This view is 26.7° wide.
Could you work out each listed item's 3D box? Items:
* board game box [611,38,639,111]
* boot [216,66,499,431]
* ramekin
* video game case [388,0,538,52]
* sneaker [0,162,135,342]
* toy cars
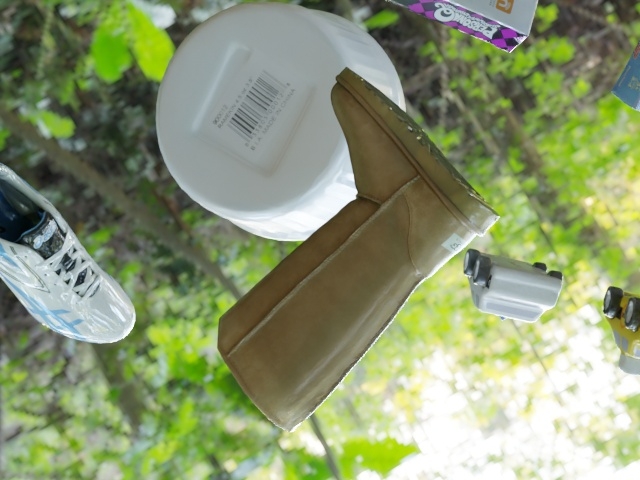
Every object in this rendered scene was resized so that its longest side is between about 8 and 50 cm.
[{"bbox_3d":[0.306,-0.162,0.875,0.211,0.160,0.039,-65,-154,20],"label":"board game box"},{"bbox_3d":[0.000,0.000,1.233,0.269,0.236,0.089,-45,141,10],"label":"boot"},{"bbox_3d":[-0.053,-0.140,1.544,0.277,0.277,0.135,-29,168,17],"label":"ramekin"},{"bbox_3d":[0.086,-0.285,1.023,0.042,0.210,0.232,142,-32,-68],"label":"video game case"},{"bbox_3d":[-0.261,0.017,1.288,0.086,0.237,0.085,-3,-134,52],"label":"sneaker"},{"bbox_3d":[0.293,0.085,1.536,0.176,0.087,0.393,8,-174,-44],"label":"toy cars"}]
